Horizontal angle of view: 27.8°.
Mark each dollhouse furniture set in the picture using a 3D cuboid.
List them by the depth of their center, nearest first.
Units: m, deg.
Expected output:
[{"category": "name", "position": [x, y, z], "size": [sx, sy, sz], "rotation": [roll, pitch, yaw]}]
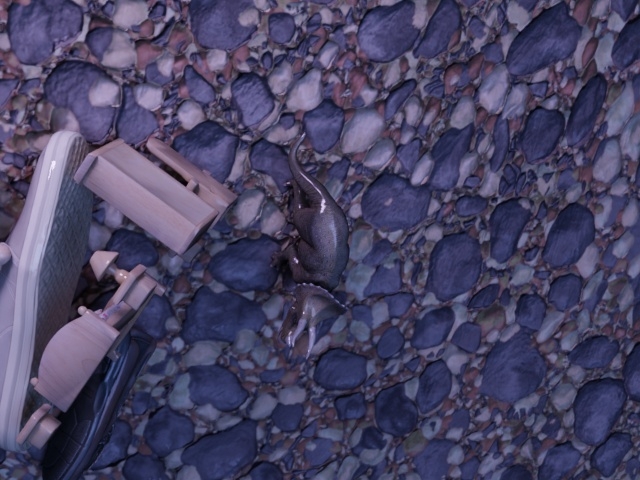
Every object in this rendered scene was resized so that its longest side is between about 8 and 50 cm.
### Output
[{"category": "dollhouse furniture set", "position": [-0.308, 0.055, 1.753], "size": [0.173, 0.303, 0.356], "rotation": [37, 108, 1]}]

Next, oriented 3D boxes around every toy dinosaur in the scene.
[{"category": "toy dinosaur", "position": [0.000, 0.000, 1.910], "size": [0.121, 0.160, 0.314], "rotation": [0, 110, -29]}]

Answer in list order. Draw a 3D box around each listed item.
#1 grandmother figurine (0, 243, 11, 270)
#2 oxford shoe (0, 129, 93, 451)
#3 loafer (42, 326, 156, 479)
[{"category": "grandmother figurine", "position": [-0.496, 0.004, 1.663], "size": [0.104, 0.207, 0.343], "rotation": [-27, 133, -67]}, {"category": "oxford shoe", "position": [-0.405, 0.065, 1.736], "size": [0.130, 0.169, 0.450], "rotation": [18, 103, 12]}, {"category": "loafer", "position": [-0.318, 0.250, 1.883], "size": [0.084, 0.096, 0.268], "rotation": [20, 98, -39]}]
